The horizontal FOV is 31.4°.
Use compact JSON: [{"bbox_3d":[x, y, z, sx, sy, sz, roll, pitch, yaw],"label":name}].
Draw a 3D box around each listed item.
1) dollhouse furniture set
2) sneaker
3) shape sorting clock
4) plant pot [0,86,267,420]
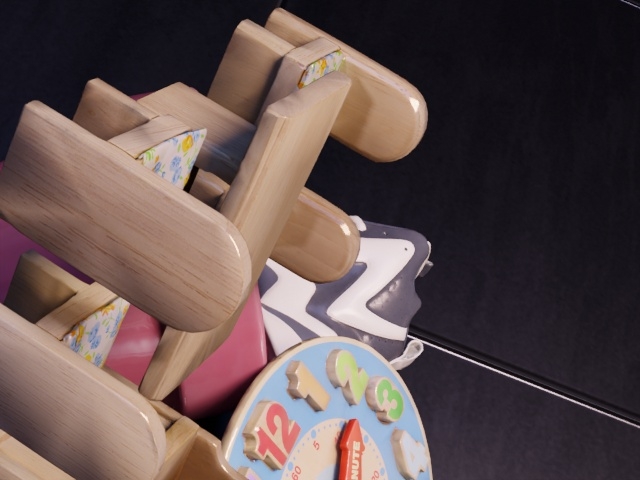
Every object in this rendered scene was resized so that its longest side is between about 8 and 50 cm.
[{"bbox_3d":[-0.033,0.051,0.485,0.161,0.242,0.212,31,27,9],"label":"dollhouse furniture set"},{"bbox_3d":[0.000,0.000,0.808,0.153,0.094,0.235,-7,58,-28],"label":"sneaker"},{"bbox_3d":[0.009,0.159,0.660,0.206,0.040,0.206,11,75,-47],"label":"shape sorting clock"},{"bbox_3d":[-0.144,0.022,0.682,0.180,0.201,0.201,-12,60,-12],"label":"plant pot"}]
